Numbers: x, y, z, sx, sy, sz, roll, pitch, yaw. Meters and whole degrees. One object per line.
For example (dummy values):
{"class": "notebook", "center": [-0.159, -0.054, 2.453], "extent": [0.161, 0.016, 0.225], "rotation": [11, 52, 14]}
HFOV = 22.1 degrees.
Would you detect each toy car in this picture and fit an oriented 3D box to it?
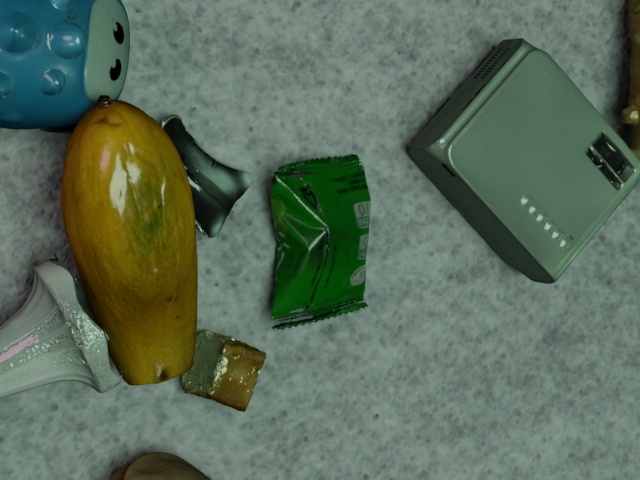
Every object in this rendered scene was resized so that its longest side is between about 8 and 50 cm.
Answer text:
{"class": "toy car", "center": [-0.319, -0.214, 1.756], "extent": [0.255, 0.190, 0.188], "rotation": [8, 90, -26]}

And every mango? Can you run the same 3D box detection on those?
{"class": "mango", "center": [-0.207, 0.006, 1.816], "extent": [0.144, 0.187, 0.359], "rotation": [-9, 126, -5]}

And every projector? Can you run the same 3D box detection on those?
{"class": "projector", "center": [0.261, -0.101, 2.068], "extent": [0.250, 0.108, 0.198], "rotation": [45, 77, -19]}

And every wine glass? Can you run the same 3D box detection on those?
{"class": "wine glass", "center": [-0.336, 0.131, 1.801], "extent": [0.196, 0.165, 0.165], "rotation": [-29, 105, -11]}

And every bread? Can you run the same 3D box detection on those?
{"class": "bread", "center": [-0.115, 0.154, 1.941], "extent": [0.070, 0.077, 0.083], "rotation": [24, 84, -35]}

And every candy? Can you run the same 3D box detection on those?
{"class": "candy", "center": [0.000, 0.001, 1.977], "extent": [0.141, 0.078, 0.203], "rotation": [-6, 102, -23]}

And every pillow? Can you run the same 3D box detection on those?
{"class": "pillow", "center": [-0.151, -0.075, 1.916], "extent": [0.136, 0.055, 0.091], "rotation": [39, 47, -25]}

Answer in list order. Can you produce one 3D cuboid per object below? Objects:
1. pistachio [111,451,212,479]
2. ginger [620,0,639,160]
{"class": "pistachio", "center": [-0.144, 0.367, 1.907], "extent": [0.213, 0.163, 0.260], "rotation": [-8, 76, -61]}
{"class": "ginger", "center": [0.468, -0.251, 2.136], "extent": [0.190, 0.126, 0.354], "rotation": [-9, 99, -18]}
